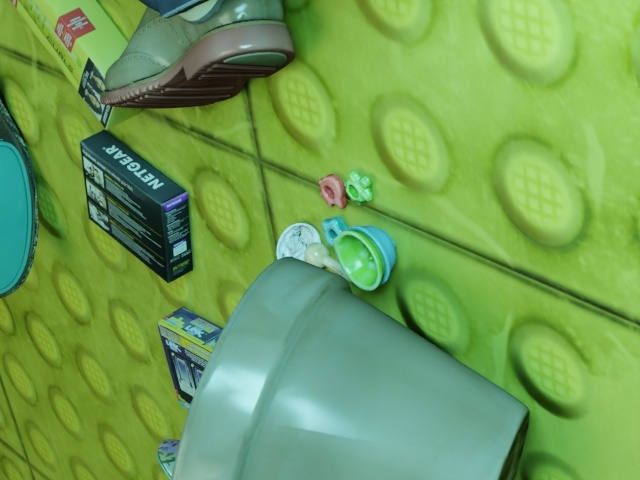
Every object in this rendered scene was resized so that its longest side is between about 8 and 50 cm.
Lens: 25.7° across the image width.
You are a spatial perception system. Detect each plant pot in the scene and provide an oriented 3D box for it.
[{"bbox_3d":[0.044,0.208,1.380,0.280,0.323,0.323,18,135,15],"label":"plant pot"}]

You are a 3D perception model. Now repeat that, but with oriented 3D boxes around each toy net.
[{"bbox_3d":[0.000,0.000,1.504,0.232,0.045,0.122,-17,102,59],"label":"toy net"}]

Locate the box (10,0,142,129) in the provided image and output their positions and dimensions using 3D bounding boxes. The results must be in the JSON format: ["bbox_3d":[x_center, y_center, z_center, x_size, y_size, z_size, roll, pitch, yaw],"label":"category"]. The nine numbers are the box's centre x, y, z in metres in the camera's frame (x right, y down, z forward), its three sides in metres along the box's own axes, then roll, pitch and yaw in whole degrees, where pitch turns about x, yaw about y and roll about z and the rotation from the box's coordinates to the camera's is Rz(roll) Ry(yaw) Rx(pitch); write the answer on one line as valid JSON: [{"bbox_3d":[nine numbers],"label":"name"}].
[{"bbox_3d":[-0.297,-0.253,1.706,0.232,0.058,0.087,54,150,10],"label":"box"}]

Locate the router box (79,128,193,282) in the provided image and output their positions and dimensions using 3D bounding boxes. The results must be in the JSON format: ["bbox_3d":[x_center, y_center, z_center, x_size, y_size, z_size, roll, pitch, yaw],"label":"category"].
[{"bbox_3d":[-0.238,-0.045,1.813,0.179,0.046,0.133,36,142,33],"label":"router box"}]

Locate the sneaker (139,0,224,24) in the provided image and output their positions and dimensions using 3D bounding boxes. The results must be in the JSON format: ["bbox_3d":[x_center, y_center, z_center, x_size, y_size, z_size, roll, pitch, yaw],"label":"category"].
[{"bbox_3d":[-0.200,-0.340,1.359,0.112,0.131,0.319,-54,50,22],"label":"sneaker"}]

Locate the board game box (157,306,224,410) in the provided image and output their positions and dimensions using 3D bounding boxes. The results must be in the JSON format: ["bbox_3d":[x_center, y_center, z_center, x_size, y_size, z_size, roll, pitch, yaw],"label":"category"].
[{"bbox_3d":[-0.138,0.181,1.861,0.170,0.048,0.141,23,132,46],"label":"board game box"}]

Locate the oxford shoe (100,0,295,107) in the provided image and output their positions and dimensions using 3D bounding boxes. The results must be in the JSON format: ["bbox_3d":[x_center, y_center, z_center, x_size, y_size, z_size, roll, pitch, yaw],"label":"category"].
[{"bbox_3d":[-0.136,-0.216,1.478,0.348,0.123,0.130,-13,84,55],"label":"oxford shoe"}]

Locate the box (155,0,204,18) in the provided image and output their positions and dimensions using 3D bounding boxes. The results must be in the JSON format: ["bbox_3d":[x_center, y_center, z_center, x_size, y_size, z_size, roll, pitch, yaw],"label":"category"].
[{"bbox_3d":[-0.063,-0.370,1.139,0.296,0.183,0.294,-7,109,59],"label":"box"}]

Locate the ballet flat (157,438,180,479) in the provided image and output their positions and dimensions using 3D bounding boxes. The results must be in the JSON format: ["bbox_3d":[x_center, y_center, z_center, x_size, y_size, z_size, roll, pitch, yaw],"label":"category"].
[{"bbox_3d":[-0.142,0.363,2.014,0.221,0.077,0.079,52,131,3],"label":"ballet flat"}]

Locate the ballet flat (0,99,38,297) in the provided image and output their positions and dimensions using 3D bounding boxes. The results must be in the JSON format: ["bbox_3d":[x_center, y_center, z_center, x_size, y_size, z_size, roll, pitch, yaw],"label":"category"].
[{"bbox_3d":[-0.525,-0.160,2.062,0.182,0.164,0.482,-138,34,-67],"label":"ballet flat"}]
